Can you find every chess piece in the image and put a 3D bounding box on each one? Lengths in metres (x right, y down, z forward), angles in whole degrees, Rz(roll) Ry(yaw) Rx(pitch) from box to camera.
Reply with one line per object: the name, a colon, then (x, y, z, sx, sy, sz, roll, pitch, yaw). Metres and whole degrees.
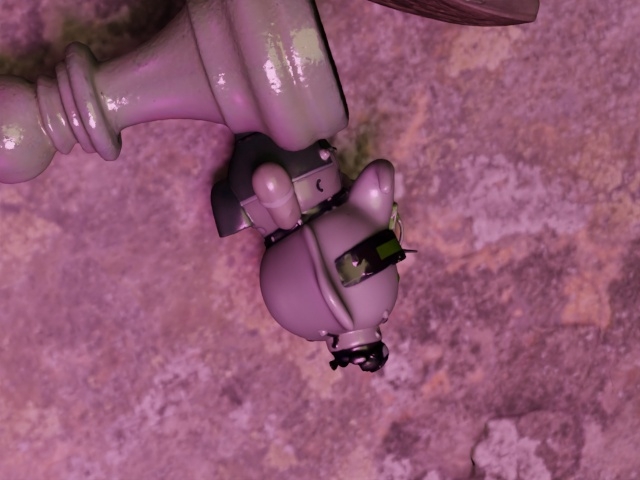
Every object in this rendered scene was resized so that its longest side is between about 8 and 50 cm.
chess piece: (-0.126, -0.091, 1.145, 0.271, 0.139, 0.139, -19, 110, 3)

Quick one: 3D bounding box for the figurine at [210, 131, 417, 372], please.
figurine: (0.000, 0.000, 1.228, 0.126, 0.147, 0.192, -21, 91, 0)

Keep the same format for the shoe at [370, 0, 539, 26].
shoe: (0.022, -0.256, 1.187, 0.316, 0.124, 0.159, 20, 86, -26)
